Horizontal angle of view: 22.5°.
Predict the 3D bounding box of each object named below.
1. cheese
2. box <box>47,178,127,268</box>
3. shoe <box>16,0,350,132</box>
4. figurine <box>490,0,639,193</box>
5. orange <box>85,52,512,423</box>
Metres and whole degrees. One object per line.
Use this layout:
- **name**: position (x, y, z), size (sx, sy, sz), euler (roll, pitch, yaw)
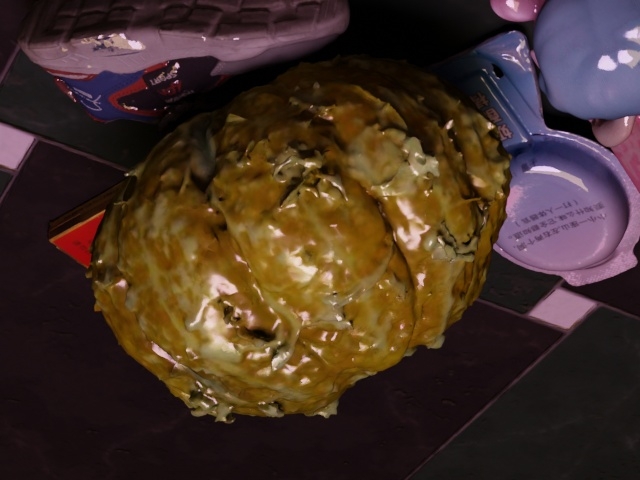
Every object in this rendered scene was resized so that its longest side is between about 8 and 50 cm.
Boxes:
- **cheese**: position (0.160, -0.052, 1.223), size (0.135, 0.052, 0.244), euler (-23, 123, 28)
- **box**: position (-0.142, -0.011, 1.297), size (0.133, 0.023, 0.090), euler (-26, 135, 27)
- **shoe**: position (-0.088, -0.120, 1.108), size (0.228, 0.099, 0.125), euler (-3, 131, 11)
- **figurine**: position (0.225, -0.087, 0.933), size (0.205, 0.102, 0.260), euler (-16, 142, 29)
- **orange**: position (0.000, 0.000, 1.115), size (0.301, 0.300, 0.223), euler (-30, 88, 20)
